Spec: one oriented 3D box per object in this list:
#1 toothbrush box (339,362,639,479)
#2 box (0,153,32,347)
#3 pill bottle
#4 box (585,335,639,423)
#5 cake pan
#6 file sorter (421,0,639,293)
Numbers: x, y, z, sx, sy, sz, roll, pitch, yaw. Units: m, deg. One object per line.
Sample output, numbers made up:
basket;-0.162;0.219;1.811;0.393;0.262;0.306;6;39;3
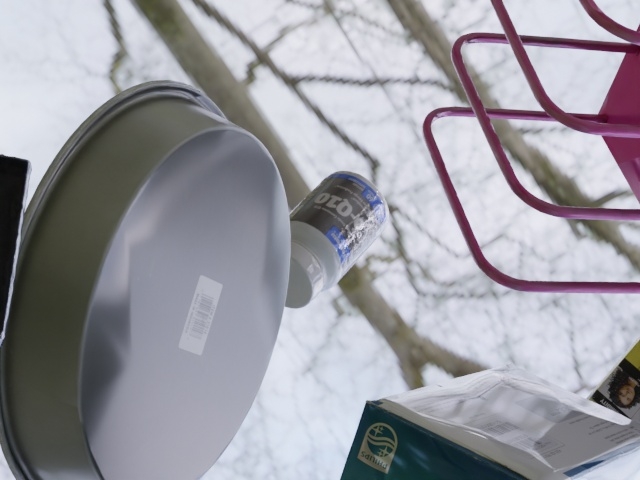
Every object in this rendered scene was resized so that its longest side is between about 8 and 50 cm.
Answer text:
toothbrush box;0.081;0.244;1.058;0.126;0.216;0.296;26;-76;26
box;-0.229;0.015;0.800;0.158;0.156;0.093;131;-33;-65
pill bottle;0.000;0.000;1.577;0.078;0.078;0.137;-1;-148;37
box;0.350;0.120;1.659;0.232;0.087;0.058;-42;171;-30
cake pan;-0.103;0.044;1.095;0.054;0.293;0.293;14;-125;25
file sorter;0.203;-0.126;1.088;0.182;0.291;0.202;1;-137;-21
